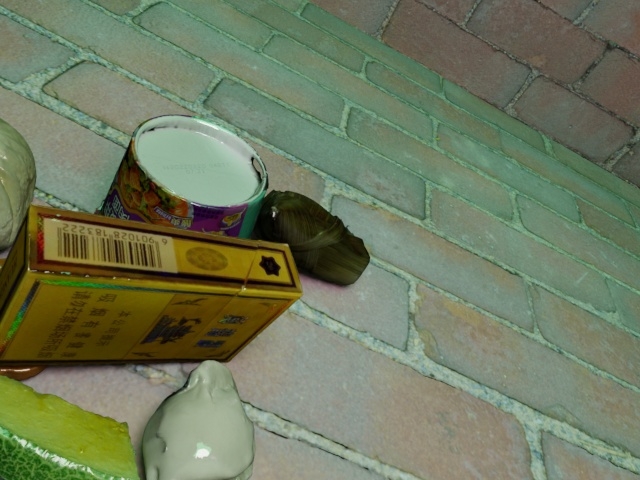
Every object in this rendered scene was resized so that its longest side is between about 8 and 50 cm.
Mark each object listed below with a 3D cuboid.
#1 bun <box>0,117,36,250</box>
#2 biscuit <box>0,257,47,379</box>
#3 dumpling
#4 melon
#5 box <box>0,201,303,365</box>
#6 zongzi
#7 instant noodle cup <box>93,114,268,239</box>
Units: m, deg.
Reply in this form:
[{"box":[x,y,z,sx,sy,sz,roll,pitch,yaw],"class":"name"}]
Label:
[{"box":[-0.473,-0.097,0.655,0.244,0.153,0.243,23,37,-19],"class":"bun"},{"box":[-0.374,0.093,0.606,0.183,0.043,0.280,38,43,2],"class":"biscuit"},{"box":[-0.125,0.233,0.596,0.150,0.092,0.176,36,17,-32],"class":"dumpling"},{"box":[-0.292,0.190,0.534,0.262,0.053,0.114,36,25,-11],"class":"melon"},{"box":[-0.198,0.068,0.599,0.302,0.193,0.084,10,49,-39],"class":"box"},{"box":[0.000,0.000,0.832,0.221,0.112,0.242,30,-4,-12],"class":"zongzi"},{"box":[-0.198,-0.054,0.763,0.251,0.190,0.251,19,41,-17],"class":"instant noodle cup"}]
